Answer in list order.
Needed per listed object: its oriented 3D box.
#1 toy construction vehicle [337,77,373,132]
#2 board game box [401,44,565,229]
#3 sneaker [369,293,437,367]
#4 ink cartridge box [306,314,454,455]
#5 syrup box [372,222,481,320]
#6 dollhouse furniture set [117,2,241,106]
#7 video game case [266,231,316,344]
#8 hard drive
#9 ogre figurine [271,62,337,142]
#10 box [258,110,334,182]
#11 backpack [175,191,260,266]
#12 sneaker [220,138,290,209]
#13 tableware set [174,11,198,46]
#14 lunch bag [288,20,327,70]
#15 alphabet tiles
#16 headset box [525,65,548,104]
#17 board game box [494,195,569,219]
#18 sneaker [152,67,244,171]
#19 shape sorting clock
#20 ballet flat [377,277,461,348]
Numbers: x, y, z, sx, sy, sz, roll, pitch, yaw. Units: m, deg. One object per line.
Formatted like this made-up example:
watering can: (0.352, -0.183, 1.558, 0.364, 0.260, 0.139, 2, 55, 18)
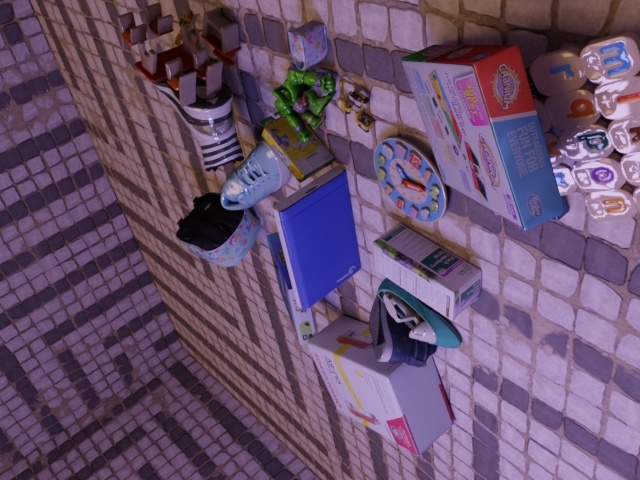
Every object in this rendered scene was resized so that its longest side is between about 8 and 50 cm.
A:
toy construction vehicle: (0.077, -0.288, 1.338, 0.098, 0.035, 0.086, 44, 162, 27)
board game box: (0.234, -0.172, 0.966, 0.316, 0.064, 0.242, -120, 6, -70)
sneaker: (0.216, 0.233, 1.638, 0.226, 0.163, 0.086, -94, 18, -49)
ink cartridge box: (0.164, 0.406, 1.832, 0.385, 0.160, 0.279, 11, 129, 55)
syrup box: (0.233, 0.066, 1.406, 0.237, 0.093, 0.096, 34, 146, 37)
dollhouse furniture set: (-0.324, -0.455, 1.551, 0.262, 0.259, 0.135, 44, 148, 21)
video game case: (-0.090, 0.145, 1.957, 0.269, 0.061, 0.244, -117, 14, -49)
hard drive: (0.000, 0.000, 1.586, 0.040, 0.210, 0.318, 30, 144, 40)
ogre figurine: (-0.040, -0.318, 1.423, 0.118, 0.097, 0.197, 40, 163, 5)
box: (-0.063, -0.237, 1.540, 0.179, 0.105, 0.043, 53, 153, 8)
backpack: (-0.322, -0.028, 2.088, 0.253, 0.225, 0.191, 16, 156, 46)
sneaker: (-0.196, -0.165, 1.793, 0.135, 0.150, 0.366, 52, 153, 5)
tableware set: (-0.379, -0.542, 1.700, 0.024, 0.154, 0.104, 21, 177, -35)
lunch bag: (-0.026, -0.405, 1.323, 0.053, 0.071, 0.083, 31, 145, 38)
alphabet tiles: (0.404, -0.145, 0.877, 0.278, 0.021, 0.284, -6, 126, 46)
headset box: (0.314, -0.223, 0.951, 0.062, 0.083, 0.032, 37, 147, 32)
board game box: (0.333, -0.133, 1.077, 0.136, 0.035, 0.201, 9, 128, 56)
sneaker: (-0.339, -0.332, 1.729, 0.447, 0.169, 0.257, -130, 25, -49)
shape sorting clock: (0.184, -0.124, 1.330, 0.206, 0.040, 0.206, 40, 149, 29)
ballet flat: (0.231, 0.193, 1.561, 0.247, 0.087, 0.083, 45, 152, 19)
